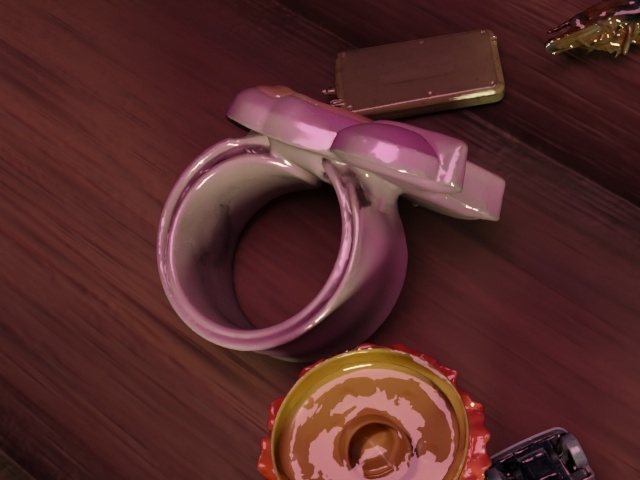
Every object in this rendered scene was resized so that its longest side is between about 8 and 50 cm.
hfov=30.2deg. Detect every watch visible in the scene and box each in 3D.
[{"bbox_3d":[0.000,0.000,0.990,0.248,0.211,0.217,22,90,28],"label":"watch"}]

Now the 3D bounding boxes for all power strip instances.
[{"bbox_3d":[0.084,-0.151,1.108,0.169,0.028,0.076,-8,65,6],"label":"power strip"}]

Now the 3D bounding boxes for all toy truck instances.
[{"bbox_3d":[0.191,0.234,0.869,0.080,0.115,0.178,-25,41,0],"label":"toy truck"}]

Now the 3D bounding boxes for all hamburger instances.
[{"bbox_3d":[0.041,0.171,0.908,0.175,0.137,0.175,-3,61,5],"label":"hamburger"}]

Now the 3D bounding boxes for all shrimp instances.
[{"bbox_3d":[0.327,-0.183,1.061,0.251,0.052,0.143,-15,66,4],"label":"shrimp"}]
